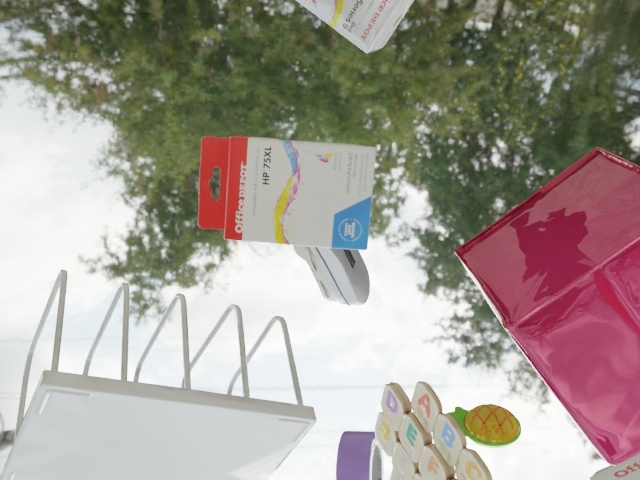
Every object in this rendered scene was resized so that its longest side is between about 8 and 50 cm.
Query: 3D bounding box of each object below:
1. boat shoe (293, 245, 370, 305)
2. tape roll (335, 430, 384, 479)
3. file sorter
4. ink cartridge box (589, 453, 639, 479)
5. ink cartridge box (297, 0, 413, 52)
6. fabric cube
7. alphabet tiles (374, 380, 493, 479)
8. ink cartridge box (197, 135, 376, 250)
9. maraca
[{"bbox_3d":[0.000,0.000,1.094,0.088,0.267,0.096,-5,-137,27],"label":"boat shoe"},{"bbox_3d":[0.096,0.548,1.611,0.080,0.188,0.189,-4,-160,14],"label":"tape roll"},{"bbox_3d":[-0.181,0.168,0.763,0.278,0.192,0.173,15,-142,-26],"label":"file sorter"},{"bbox_3d":[0.704,0.474,1.136,0.286,0.166,0.395,-17,-177,-14],"label":"ink cartridge box"},{"bbox_3d":[0.060,-0.475,1.260,0.212,0.154,0.093,39,-147,5],"label":"ink cartridge box"},{"bbox_3d":[0.373,0.077,0.892,0.258,0.259,0.254,49,-169,-19],"label":"fabric cube"},{"bbox_3d":[0.157,0.345,0.965,0.021,0.277,0.284,-13,-136,-22],"label":"alphabet tiles"},{"bbox_3d":[-0.049,-0.065,0.884,0.231,0.134,0.078,4,-171,1],"label":"ink cartridge box"},{"bbox_3d":[0.404,0.459,1.690,0.186,0.099,0.127,3,-151,13],"label":"maraca"}]
